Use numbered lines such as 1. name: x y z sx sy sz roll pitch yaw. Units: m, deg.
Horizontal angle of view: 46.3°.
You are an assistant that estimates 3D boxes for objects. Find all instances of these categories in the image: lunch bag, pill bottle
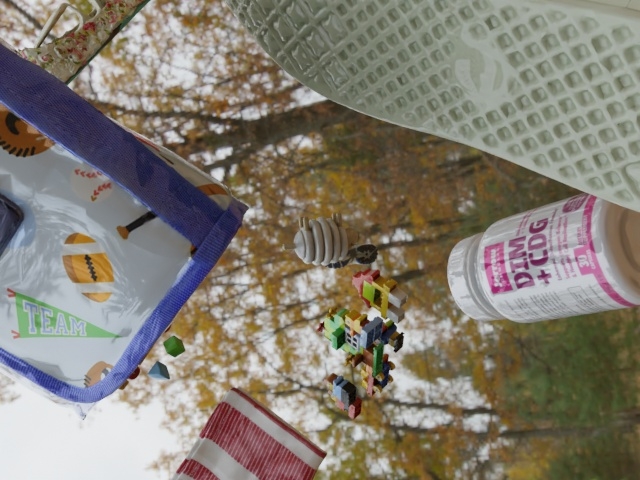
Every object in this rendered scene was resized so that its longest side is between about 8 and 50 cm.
1. lunch bag: -0.261 -0.024 0.644 0.328 0.385 0.239 37 -120 -9
2. pill bottle: 0.325 0.030 1.054 0.160 0.283 0.160 11 -109 -33

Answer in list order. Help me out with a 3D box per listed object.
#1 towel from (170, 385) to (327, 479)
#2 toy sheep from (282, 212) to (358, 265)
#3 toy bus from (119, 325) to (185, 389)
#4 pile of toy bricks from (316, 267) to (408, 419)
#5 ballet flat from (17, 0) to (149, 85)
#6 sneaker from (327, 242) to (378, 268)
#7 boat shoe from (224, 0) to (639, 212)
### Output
1. towel: -0.167 0.478 1.428 0.329 0.237 0.037 -57 -19 0
2. toy sheep: 0.000 0.000 1.262 0.091 0.132 0.091 173 90 -80
3. toy bus: -0.354 0.161 1.341 0.104 0.191 0.202 50 -158 -53
4. pile of toy bricks: 0.040 0.134 1.009 0.118 0.105 0.212 -35 -35 -32
5. ballet flat: -0.303 -0.295 0.992 0.077 0.091 0.241 49 -113 -29
6. sneaker: 0.041 0.027 1.461 0.058 0.135 0.052 -164 78 -66
7. boat shoe: 0.098 -0.181 0.531 0.156 0.500 0.187 -41 -33 -31
